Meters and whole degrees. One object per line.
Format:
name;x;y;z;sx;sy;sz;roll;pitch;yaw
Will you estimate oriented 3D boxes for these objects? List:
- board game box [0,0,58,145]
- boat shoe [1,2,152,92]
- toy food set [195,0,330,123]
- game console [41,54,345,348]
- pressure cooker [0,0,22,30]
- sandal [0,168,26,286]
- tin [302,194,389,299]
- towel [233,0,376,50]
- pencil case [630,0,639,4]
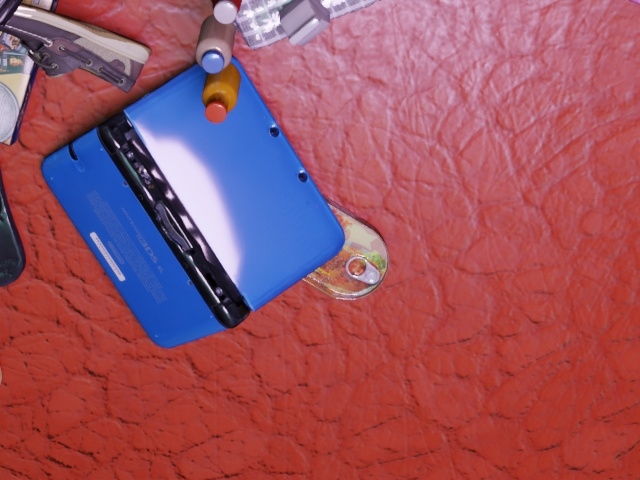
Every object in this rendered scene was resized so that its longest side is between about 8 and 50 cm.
board game box;-0.410;-0.255;1.469;0.165;0.042;0.243;19;100;-6
boat shoe;-0.299;-0.223;1.430;0.223;0.080;0.073;12;98;-41
toy food set;-0.059;-0.236;1.315;0.232;0.104;0.111;-37;115;20
game console;-0.161;-0.044;1.541;0.250;0.173;0.293;-21;105;46
pressure cooker;-0.456;-0.368;1.192;0.420;0.376;0.370;21;143;2
sandal;-0.440;-0.057;1.548;0.097;0.054;0.255;-20;108;7
tin;0.000;0.000;1.574;0.189;0.040;0.106;32;110;-9
towel;-0.009;-0.362;1.369;0.283;0.121;0.235;-22;127;7
pencil case;0.434;-0.435;1.320;0.167;0.160;0.386;13;123;11
